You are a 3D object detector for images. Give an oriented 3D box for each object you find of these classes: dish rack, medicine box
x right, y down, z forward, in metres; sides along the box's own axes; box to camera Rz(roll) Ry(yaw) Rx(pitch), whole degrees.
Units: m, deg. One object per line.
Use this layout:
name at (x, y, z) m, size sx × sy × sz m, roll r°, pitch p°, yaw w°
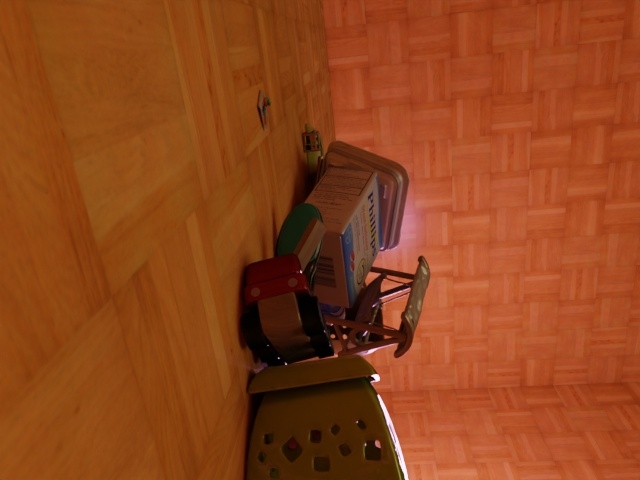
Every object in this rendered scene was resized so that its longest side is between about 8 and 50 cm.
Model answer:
dish rack at (0.116, -0.119, 1.539) m, size 0.072 × 0.286 × 0.332 m, roll -42°, pitch 148°, yaw -38°
medicine box at (0.055, -0.014, 1.376) m, size 0.289 × 0.149 × 0.263 m, roll -58°, pitch 149°, yaw -43°

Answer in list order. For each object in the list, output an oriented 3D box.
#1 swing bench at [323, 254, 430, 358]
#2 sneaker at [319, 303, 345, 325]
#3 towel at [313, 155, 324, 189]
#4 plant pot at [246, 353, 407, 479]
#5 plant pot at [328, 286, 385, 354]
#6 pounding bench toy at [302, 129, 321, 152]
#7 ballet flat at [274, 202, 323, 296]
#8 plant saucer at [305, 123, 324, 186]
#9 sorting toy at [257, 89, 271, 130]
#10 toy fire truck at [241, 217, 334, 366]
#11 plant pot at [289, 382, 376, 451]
swing bench at (0.177, 0.189, 1.421) m, size 0.253 × 0.255 × 0.165 m, roll -59°, pitch 134°, yaw -48°
sneaker at (0.036, 0.132, 1.585) m, size 0.330 × 0.130 × 0.147 m, roll -78°, pitch 165°, yaw -69°
towel at (0.006, -0.147, 1.722) m, size 0.329 × 0.037 × 0.236 m, roll 14°, pitch 87°, yaw -81°
plant pot at (0.009, 0.302, 0.807) m, size 0.228 × 0.227 × 0.207 m, roll 64°, pitch 16°, yaw -69°
plant pot at (0.098, 0.301, 1.767) m, size 0.187 × 0.213 × 0.212 m, roll 98°, pitch -7°, yaw -52°
pounding bench toy at (-0.028, -0.330, 1.648) m, size 0.083 × 0.052 × 0.065 m, roll -78°, pitch 162°, yaw -70°
ballet flat at (-0.052, 0.062, 1.046) m, size 0.096 × 0.096 × 0.280 m, roll 98°, pitch 0°, yaw -72°
plant saucer at (-0.014, -0.298, 1.790) m, size 0.188 × 0.045 × 0.188 m, roll 51°, pitch 35°, yaw -79°
sorting toy at (-0.112, -0.273, 1.019) m, size 0.062 × 0.012 × 0.083 m, roll 78°, pitch 10°, yaw -51°
toy fire truck at (-0.047, 0.070, 0.861) m, size 0.217 × 0.159 × 0.246 m, roll 73°, pitch 2°, yaw -62°
plant pot at (0.018, 0.355, 1.008) m, size 0.201 × 0.181 × 0.201 m, roll -5°, pitch 90°, yaw -83°
